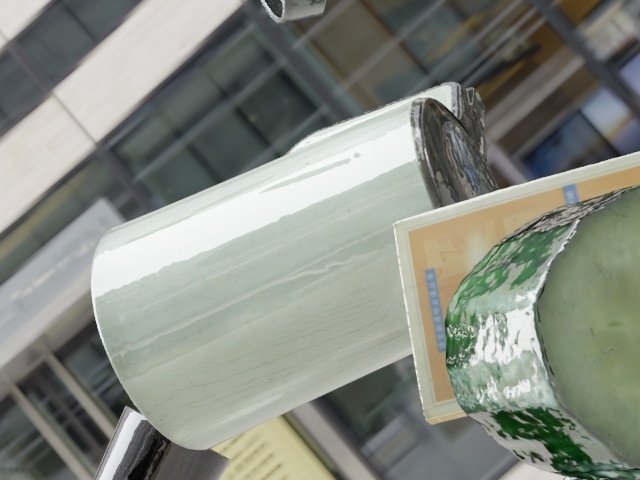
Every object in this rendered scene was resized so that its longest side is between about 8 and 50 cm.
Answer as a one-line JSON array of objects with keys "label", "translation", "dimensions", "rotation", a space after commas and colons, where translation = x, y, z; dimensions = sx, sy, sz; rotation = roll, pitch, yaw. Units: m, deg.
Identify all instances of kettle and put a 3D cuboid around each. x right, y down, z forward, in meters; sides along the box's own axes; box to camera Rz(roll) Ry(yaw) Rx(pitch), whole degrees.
[{"label": "kettle", "translation": [0.000, 0.000, 1.431], "dimensions": [0.376, 0.250, 0.361], "rotation": [-24, 27, 21]}]

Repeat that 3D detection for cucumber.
[{"label": "cucumber", "translation": [0.178, 0.057, 0.877], "dimensions": [0.191, 0.191, 0.130], "rotation": [-38, 8, -22]}]

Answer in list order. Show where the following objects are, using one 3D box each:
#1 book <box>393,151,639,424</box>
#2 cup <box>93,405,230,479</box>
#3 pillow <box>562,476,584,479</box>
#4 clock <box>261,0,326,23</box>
[{"label": "book", "translation": [0.179, 0.032, 1.062], "dimensions": [0.241, 0.170, 0.018], "rotation": [-17, -23, 20]}, {"label": "cup", "translation": [-0.205, 0.361, 1.929], "dimensions": [0.177, 0.239, 0.166], "rotation": [-63, -7, -10]}, {"label": "pillow", "translation": [0.199, 0.287, 1.013], "dimensions": [0.186, 0.250, 0.106], "rotation": [-42, 20, 19]}, {"label": "clock", "translation": [-0.075, -0.456, 1.909], "dimensions": [0.067, 0.325, 0.325], "rotation": [-20, -10, -7]}]
